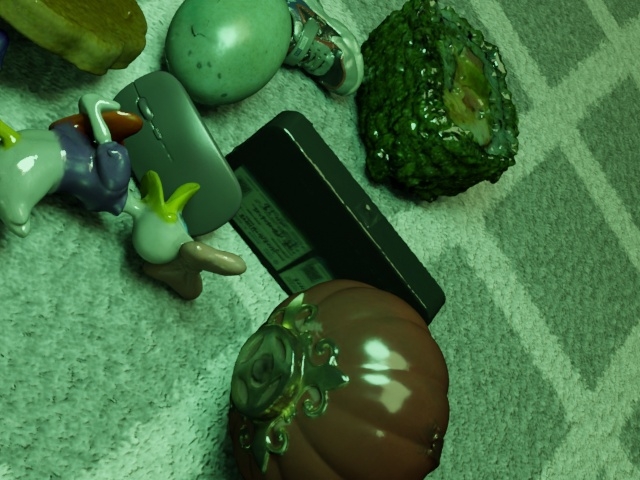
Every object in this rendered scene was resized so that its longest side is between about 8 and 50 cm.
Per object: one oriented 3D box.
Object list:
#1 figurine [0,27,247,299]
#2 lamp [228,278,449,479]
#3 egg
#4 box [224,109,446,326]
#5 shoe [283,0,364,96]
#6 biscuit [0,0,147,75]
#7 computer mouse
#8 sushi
[{"bbox_3d":[-0.284,-0.072,1.075,0.420,0.154,0.193,27,59,-27],"label":"figurine"},{"bbox_3d":[0.020,0.199,1.101,0.257,0.303,0.303,27,54,-35],"label":"lamp"},{"bbox_3d":[-0.134,-0.296,1.302,0.169,0.169,0.236,44,45,-16],"label":"egg"},{"bbox_3d":[0.000,0.000,1.244,0.350,0.211,0.058,51,47,-10],"label":"box"},{"bbox_3d":[-0.026,-0.326,1.458,0.227,0.099,0.125,49,38,-4],"label":"shoe"},{"bbox_3d":[-0.361,-0.360,1.110,0.359,0.074,0.381,48,14,-21],"label":"biscuit"},{"bbox_3d":[-0.198,-0.117,1.204,0.232,0.120,0.057,61,8,-1],"label":"computer mouse"},{"bbox_3d":[0.215,-0.241,1.577,0.294,0.178,0.352,23,52,-35],"label":"sushi"}]
